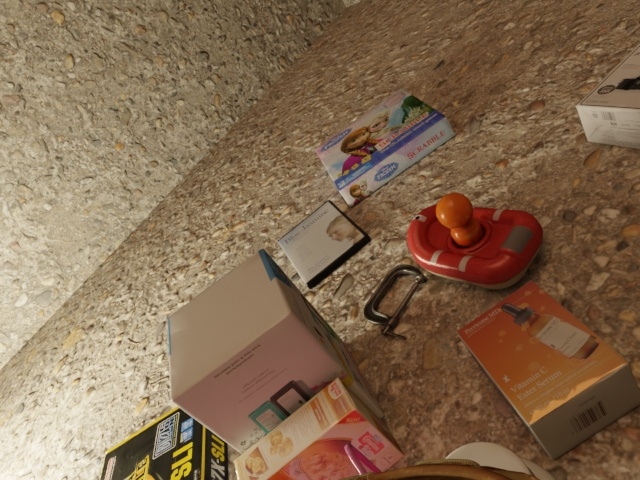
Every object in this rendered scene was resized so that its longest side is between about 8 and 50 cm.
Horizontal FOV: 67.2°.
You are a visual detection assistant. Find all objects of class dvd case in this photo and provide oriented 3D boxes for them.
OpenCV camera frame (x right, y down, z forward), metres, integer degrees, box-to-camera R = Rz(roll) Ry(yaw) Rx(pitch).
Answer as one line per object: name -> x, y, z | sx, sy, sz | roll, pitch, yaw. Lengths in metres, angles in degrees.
dvd case -> 0.000, 0.000, 1.184 | 0.180, 0.022, 0.253 | -39, 31, -1

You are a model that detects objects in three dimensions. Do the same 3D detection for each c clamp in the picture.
c clamp -> 0.145, 0.110, 0.893 | 0.137, 0.022, 0.160 | 0, 49, 53

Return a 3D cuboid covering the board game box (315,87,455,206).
board game box -> 0.158, -0.268, 1.325 | 0.319, 0.066, 0.318 | -35, 31, 7

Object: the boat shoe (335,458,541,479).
boat shoe -> 0.021, 0.230, 0.359 | 0.324, 0.120, 0.122 | -28, 34, 22

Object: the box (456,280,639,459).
box -> 0.282, 0.157, 0.614 | 0.130, 0.091, 0.170 | -36, 31, 4

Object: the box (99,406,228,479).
box -> -0.281, 0.457, 0.829 | 0.257, 0.079, 0.322 | -32, 31, 8

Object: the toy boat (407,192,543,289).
toy boat -> 0.245, -0.020, 0.825 | 0.151, 0.151, 0.231 | -51, 33, -19

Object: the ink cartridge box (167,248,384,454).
ink cartridge box -> -0.072, 0.198, 0.758 | 0.197, 0.270, 0.198 | -37, 31, 1

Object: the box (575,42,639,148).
box -> 0.622, -0.289, 0.843 | 0.290, 0.087, 0.169 | -44, 31, -8

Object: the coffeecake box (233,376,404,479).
coffeecake box -> 0.000, 0.302, 0.669 | 0.185, 0.142, 0.068 | -39, 31, 0

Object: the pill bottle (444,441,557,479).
pill bottle -> 0.186, 0.275, 0.445 | 0.118, 0.208, 0.117 | -27, 33, 19

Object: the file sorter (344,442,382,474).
file sorter -> 0.007, 0.392, 0.489 | 0.291, 0.202, 0.182 | -43, 30, -6
